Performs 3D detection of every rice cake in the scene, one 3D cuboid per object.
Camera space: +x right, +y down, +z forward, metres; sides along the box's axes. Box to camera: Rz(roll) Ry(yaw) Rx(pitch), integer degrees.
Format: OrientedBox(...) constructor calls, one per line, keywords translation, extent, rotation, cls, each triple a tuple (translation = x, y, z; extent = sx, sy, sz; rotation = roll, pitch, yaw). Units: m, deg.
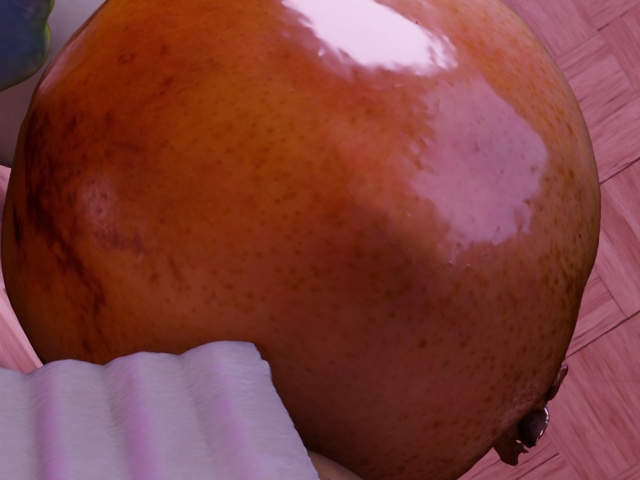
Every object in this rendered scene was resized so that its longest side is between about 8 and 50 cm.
OrientedBox(translation=(-0.090, 0.087, 0.717), extent=(0.198, 0.189, 0.037), rotation=(-99, -176, -75), cls="rice cake")

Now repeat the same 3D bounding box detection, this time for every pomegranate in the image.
OrientedBox(translation=(0.000, 0.000, 0.959), extent=(0.319, 0.319, 0.319), rotation=(57, 3, -5), cls="pomegranate")

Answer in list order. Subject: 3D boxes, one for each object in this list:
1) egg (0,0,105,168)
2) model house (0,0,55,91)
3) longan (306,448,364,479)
OrientedBox(translation=(-0.195, -0.166, 1.187), extent=(0.283, 0.203, 0.203), rotation=(52, 5, -12), cls="egg")
OrientedBox(translation=(-0.243, -0.208, 0.911), extent=(0.237, 0.215, 0.303), rotation=(59, 0, 42), cls="model house")
OrientedBox(translation=(-0.038, 0.170, 0.821), extent=(0.185, 0.159, 0.204), rotation=(34, -32, -10), cls="longan")
